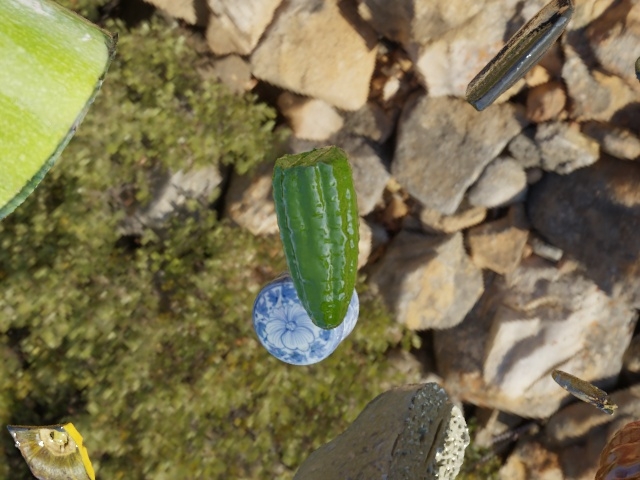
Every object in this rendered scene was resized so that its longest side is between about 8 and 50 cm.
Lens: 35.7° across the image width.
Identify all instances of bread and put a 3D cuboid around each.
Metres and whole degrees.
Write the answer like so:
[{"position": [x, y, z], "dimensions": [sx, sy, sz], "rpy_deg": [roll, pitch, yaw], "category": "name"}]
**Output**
[{"position": [0.032, 0.292, 1.035], "dimensions": [0.183, 0.337, 0.102], "rpy_deg": [-26, 112, 41], "category": "bread"}]

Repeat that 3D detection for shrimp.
[{"position": [0.335, 0.188, 1.242], "dimensions": [0.059, 0.023, 0.108], "rpy_deg": [20, -173, -39], "category": "shrimp"}]

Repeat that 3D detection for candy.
[{"position": [0.000, 0.000, 1.107], "dimensions": [0.097, 0.097, 0.209], "rpy_deg": [2, 106, 31], "category": "candy"}]

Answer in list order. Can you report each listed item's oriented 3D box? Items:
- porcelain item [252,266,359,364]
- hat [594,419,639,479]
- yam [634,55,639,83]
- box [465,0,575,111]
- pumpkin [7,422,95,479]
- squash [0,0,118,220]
[{"position": [-0.024, 0.113, 1.548], "dimensions": [0.147, 0.114, 0.147], "rpy_deg": [7, 109, 20], "category": "porcelain item"}, {"position": [0.386, 0.319, 0.780], "dimensions": [0.400, 0.285, 0.285], "rpy_deg": [19, 132, 9], "category": "hat"}, {"position": [0.498, -0.147, 1.355], "dimensions": [0.066, 0.066, 0.299], "rpy_deg": [-5, 143, 34], "category": "yam"}, {"position": [0.291, -0.272, 1.438], "dimensions": [0.042, 0.212, 0.201], "rpy_deg": [44, 108, -6], "category": "box"}, {"position": [-0.304, 0.240, 1.139], "dimensions": [0.073, 0.035, 0.101], "rpy_deg": [-9, 119, 12], "category": "pumpkin"}, {"position": [-0.460, -0.223, 1.233], "dimensions": [0.309, 0.310, 0.310], "rpy_deg": [35, 139, -27], "category": "squash"}]
